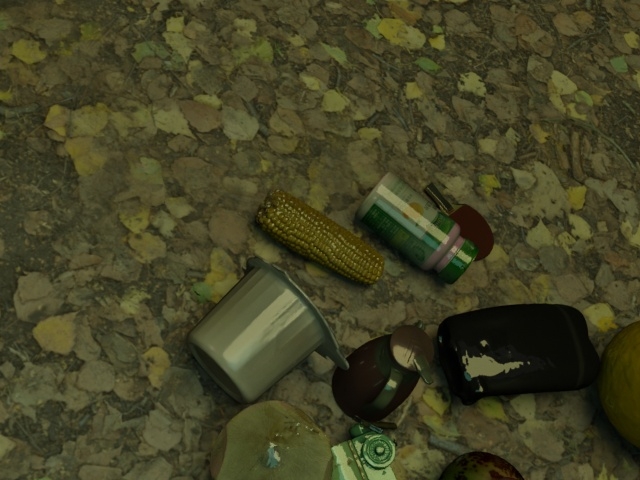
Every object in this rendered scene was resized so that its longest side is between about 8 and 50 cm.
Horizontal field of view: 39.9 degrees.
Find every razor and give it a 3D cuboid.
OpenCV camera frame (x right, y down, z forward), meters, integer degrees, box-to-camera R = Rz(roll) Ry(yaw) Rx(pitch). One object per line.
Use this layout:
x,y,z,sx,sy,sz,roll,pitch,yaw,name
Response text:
0.424,0.236,1.883,0.348,0.113,0.205,-3,59,-21,razor

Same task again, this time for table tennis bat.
0.324,-0.047,2.096,0.130,0.019,0.220,-34,80,-30,table tennis bat

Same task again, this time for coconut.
-0.083,0.404,1.576,0.227,0.230,0.227,3,67,-6,coconut

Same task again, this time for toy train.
0.089,0.499,1.684,0.177,0.116,0.286,-19,72,-14,toy train

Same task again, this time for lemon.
0.763,0.317,1.888,0.335,0.336,0.336,9,61,-16,lemon

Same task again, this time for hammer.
0.120,0.363,1.724,0.062,0.199,0.013,24,87,24,hammer

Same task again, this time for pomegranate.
0.325,0.500,1.680,0.214,0.248,0.214,13,56,-19,pomegranate

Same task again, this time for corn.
0.000,0.000,1.908,0.305,0.106,0.106,32,58,-8,corn

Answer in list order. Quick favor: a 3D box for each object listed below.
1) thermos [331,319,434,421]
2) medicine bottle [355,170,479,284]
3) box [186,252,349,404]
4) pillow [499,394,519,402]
0.127,0.262,1.719,0.145,0.265,0.176,28,59,-4,thermos
0.220,-0.024,1.980,0.274,0.133,0.133,39,58,1,medicine bottle
-0.114,0.204,1.701,0.206,0.262,0.291,-41,92,-19,box
0.453,0.266,1.967,0.232,0.043,0.126,-24,71,-29,pillow
